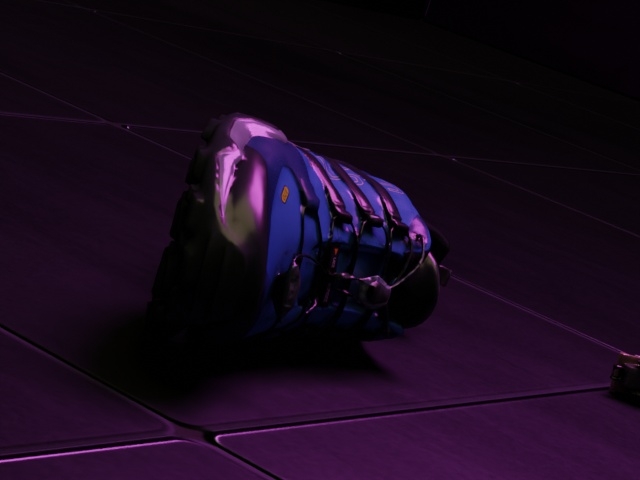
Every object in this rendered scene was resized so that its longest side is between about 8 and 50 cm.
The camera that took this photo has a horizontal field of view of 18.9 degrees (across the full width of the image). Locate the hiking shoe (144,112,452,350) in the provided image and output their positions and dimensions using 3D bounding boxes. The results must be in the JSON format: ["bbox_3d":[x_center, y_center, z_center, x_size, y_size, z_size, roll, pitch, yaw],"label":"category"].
[{"bbox_3d":[0.000,0.000,0.988,0.132,0.113,0.304,18,11,6],"label":"hiking shoe"}]

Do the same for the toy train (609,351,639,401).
[{"bbox_3d":[0.239,0.092,1.142,0.158,0.027,0.036,14,8,-20],"label":"toy train"}]
